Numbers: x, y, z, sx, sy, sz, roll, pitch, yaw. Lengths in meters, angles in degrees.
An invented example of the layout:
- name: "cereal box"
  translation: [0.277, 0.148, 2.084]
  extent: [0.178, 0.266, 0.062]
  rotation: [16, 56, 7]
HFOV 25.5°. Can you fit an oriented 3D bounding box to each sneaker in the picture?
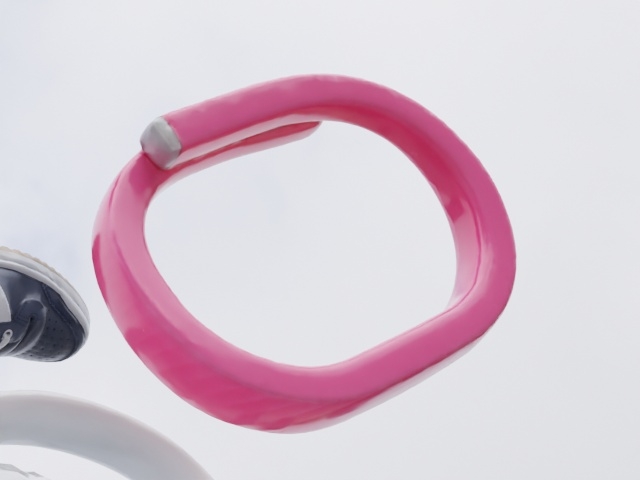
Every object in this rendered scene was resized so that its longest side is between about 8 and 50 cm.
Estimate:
- name: "sneaker"
  translation: [-0.283, 0.067, 1.031]
  extent: [0.099, 0.153, 0.282]
  rotation: [-34, -45, 25]

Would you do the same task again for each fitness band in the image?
- name: "fitness band"
  translation: [0.000, 0.000, 0.859]
  extent: [0.291, 0.209, 0.054]
  rotation: [-23, -18, -41]

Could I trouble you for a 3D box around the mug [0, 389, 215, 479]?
- name: "mug"
  translation: [-0.139, 0.226, 0.722]
  extent: [0.328, 0.374, 0.276]
  rotation: [18, -54, -16]
